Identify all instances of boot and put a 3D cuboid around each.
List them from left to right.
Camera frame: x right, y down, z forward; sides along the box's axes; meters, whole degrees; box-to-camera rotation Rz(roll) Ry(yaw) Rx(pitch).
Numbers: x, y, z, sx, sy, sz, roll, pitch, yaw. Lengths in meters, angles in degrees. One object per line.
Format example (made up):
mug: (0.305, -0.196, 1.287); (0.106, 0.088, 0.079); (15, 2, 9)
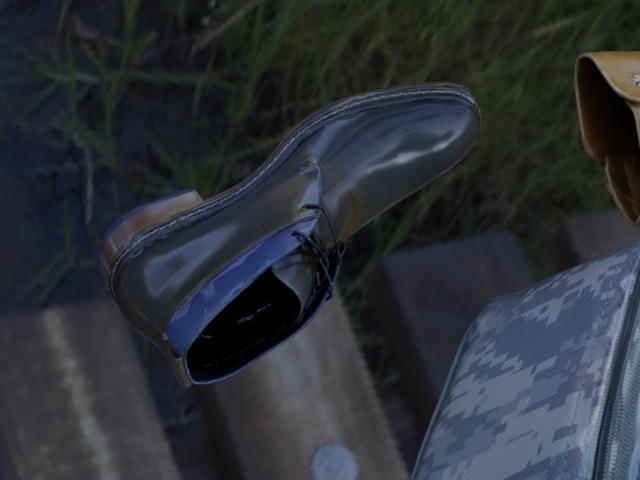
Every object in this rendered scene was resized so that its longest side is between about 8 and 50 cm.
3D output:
boot: (0.000, 0.000, 0.983); (0.219, 0.082, 0.106); (-28, 40, -3)
boot: (0.272, -0.116, 1.306); (0.211, 0.104, 0.295); (7, 46, -14)

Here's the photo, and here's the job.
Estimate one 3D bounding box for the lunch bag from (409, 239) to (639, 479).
lunch bag: (0.214, 0.128, 0.660); (0.305, 0.256, 0.212); (53, 36, -18)
